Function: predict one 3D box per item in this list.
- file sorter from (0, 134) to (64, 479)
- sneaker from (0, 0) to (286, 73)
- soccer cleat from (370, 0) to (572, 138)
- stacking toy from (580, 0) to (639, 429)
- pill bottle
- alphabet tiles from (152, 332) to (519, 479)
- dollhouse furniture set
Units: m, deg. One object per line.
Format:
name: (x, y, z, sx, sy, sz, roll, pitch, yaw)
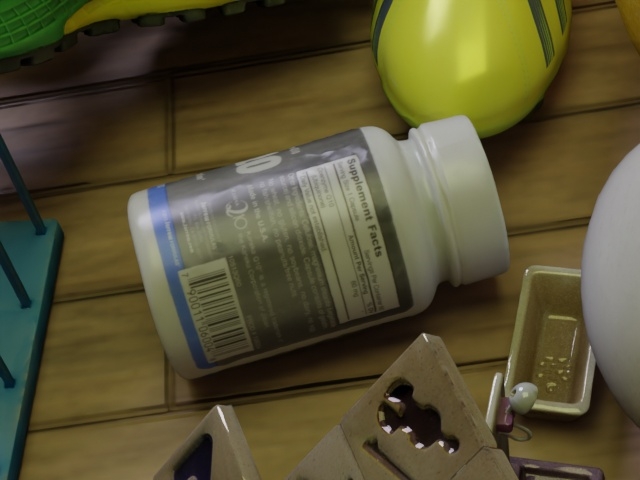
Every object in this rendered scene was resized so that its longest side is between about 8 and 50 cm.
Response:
file sorter: (-0.182, 0.036, 0.558, 0.118, 0.104, 0.170, -3, 52, 8)
sneaker: (-0.136, -0.157, 0.613, 0.343, 0.146, 0.134, -20, 25, -30)
soccer cleat: (0.077, -0.172, 0.658, 0.093, 0.121, 0.289, 6, 54, 15)
stacking toy: (0.227, -0.137, 0.541, 0.350, 0.350, 0.480, 16, 76, 22)
pill bottle: (0.000, 0.000, 0.567, 0.137, 0.078, 0.078, -16, 51, -2)
alphabet tiles: (-0.018, 0.146, 0.403, 0.237, 0.009, 0.198, -49, 46, 26)
dollhouse furniture set: (0.060, 0.041, 0.521, 0.091, 0.081, 0.114, 6, 54, 15)
